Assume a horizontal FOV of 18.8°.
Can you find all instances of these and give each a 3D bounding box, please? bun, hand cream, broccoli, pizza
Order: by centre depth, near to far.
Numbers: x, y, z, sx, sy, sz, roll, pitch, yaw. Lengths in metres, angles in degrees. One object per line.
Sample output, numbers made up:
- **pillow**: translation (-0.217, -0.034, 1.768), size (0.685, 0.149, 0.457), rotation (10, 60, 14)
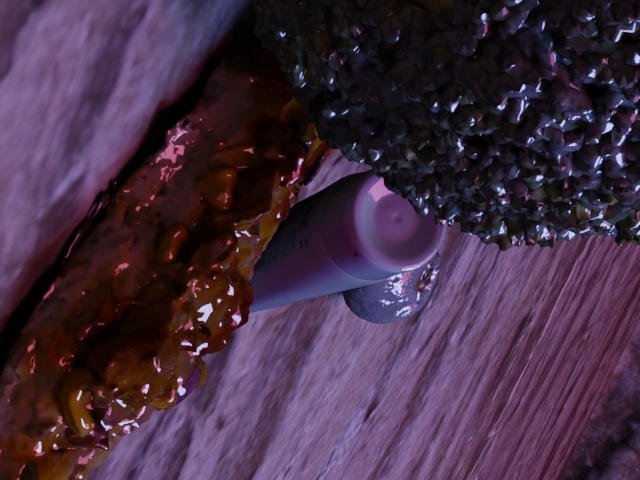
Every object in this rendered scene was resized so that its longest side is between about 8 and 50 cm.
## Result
- **broccoli**: translation (0.107, -0.175, 0.706), size (0.252, 0.221, 0.361), rotation (-10, 104, -53)
- **pizza**: translation (-0.055, 0.013, 0.778), size (0.246, 0.058, 0.127), rotation (-54, 164, -33)
- **hand cream**: translation (0.000, 0.000, 0.878), size (0.076, 0.047, 0.174), rotation (-54, -166, -20)
- **bun**: translation (0.045, 0.015, 1.145), size (0.083, 0.045, 0.083), rotation (-58, 163, -28)

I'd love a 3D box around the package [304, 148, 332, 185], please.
- **package**: translation (0.031, -0.078, 0.952), size (0.111, 0.033, 0.077), rotation (-39, -179, -23)
